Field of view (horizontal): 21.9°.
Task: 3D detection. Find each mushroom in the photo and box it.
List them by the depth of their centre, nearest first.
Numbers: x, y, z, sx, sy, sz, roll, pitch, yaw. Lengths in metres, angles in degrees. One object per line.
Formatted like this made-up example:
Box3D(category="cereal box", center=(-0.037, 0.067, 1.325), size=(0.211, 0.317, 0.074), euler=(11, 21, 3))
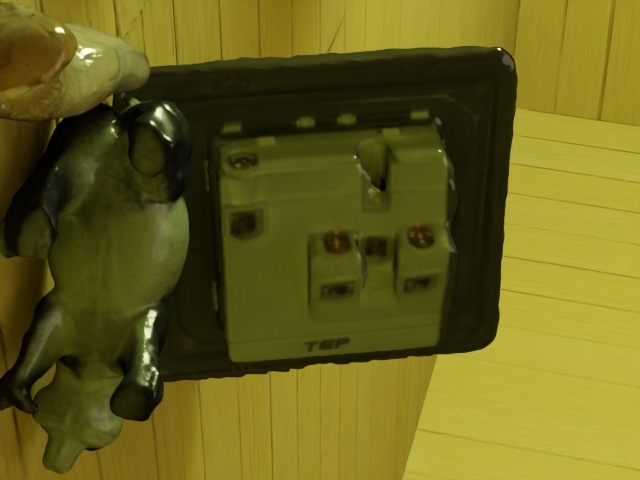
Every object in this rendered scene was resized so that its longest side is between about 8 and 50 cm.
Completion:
Box3D(category="mushroom", center=(-0.129, -0.091, 0.834), size=(0.054, 0.059, 0.202), euler=(-65, 172, 11))

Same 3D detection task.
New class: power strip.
Box3D(category="power strip", center=(0.000, 0.002, 1.067), size=(0.251, 0.257, 0.092), euler=(90, -8, -45))

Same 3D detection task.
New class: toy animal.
Box3D(category="toy animal", center=(-0.123, 0.025, 0.914), size=(0.121, 0.094, 0.225), euler=(-75, 171, -75))
